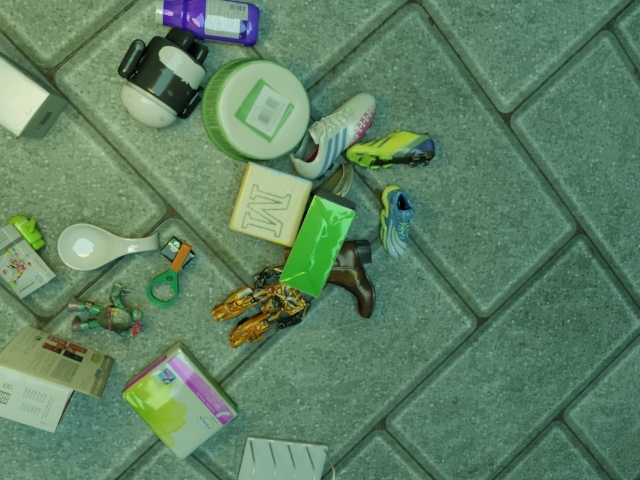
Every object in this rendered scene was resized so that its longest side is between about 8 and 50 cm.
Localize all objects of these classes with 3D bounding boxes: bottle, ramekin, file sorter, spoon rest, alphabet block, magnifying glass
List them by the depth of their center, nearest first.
[{"bbox_3d":[-0.317,-0.623,1.573,0.283,0.092,0.118,3,95,-13],"label":"bottle"},{"bbox_3d":[-0.176,-0.370,1.589,0.304,0.148,0.303,-5,104,-21],"label":"ramekin"},{"bbox_3d":[-0.608,0.013,1.603,0.277,0.084,0.137,-5,99,-13],"label":"spoon rest"},{"bbox_3d":[-0.145,-0.106,1.631,0.194,0.192,0.197,17,93,-5],"label":"alphabet block"},{"bbox_3d":[-0.440,0.102,1.646,0.092,0.026,0.231,29,114,-11],"label":"magnifying glass"},{"bbox_3d":[-0.111,0.768,1.785,0.278,0.173,0.192,12,96,-15],"label":"file sorter"}]

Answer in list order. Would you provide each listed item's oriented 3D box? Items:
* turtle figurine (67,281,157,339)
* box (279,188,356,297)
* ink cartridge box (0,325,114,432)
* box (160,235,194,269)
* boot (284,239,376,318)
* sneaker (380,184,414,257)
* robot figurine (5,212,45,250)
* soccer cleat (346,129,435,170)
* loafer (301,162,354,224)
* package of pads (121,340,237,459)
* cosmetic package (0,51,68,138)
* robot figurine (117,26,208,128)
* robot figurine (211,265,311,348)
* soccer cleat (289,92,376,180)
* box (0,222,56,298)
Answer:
[{"bbox_3d":[-0.602,0.211,1.623,0.234,0.118,0.175,0,98,-7],"label":"turtle figurine"},{"bbox_3d":[0.000,0.000,1.594,0.127,0.231,0.261,23,102,-1],"label":"box"},{"bbox_3d":[-0.728,0.377,1.511,0.272,0.309,0.130,24,92,-15],"label":"ink cartridge box"},{"bbox_3d":[-0.426,0.037,1.665,0.083,0.052,0.062,43,87,-16],"label":"box"},{"bbox_3d":[0.028,0.137,1.767,0.281,0.096,0.263,-8,107,-8],"label":"boot"},{"bbox_3d":[0.244,-0.055,1.770,0.091,0.126,0.239,-11,100,-11],"label":"sneaker"},{"bbox_3d":[-0.826,-0.021,1.555,0.101,0.067,0.115,-26,106,22],"label":"robot figurine"},{"bbox_3d":[0.219,-0.294,1.764,0.290,0.093,0.121,-2,68,-9],"label":"soccer cleat"},{"bbox_3d":[0.018,-0.136,1.722,0.088,0.094,0.251,29,91,-20],"label":"loafer"},{"bbox_3d":[-0.430,0.493,1.706,0.229,0.101,0.296,-39,104,-6],"label":"package of pads"},{"bbox_3d":[-0.802,-0.385,1.426,0.225,0.224,0.138,36,89,-16],"label":"cosmetic package"},{"bbox_3d":[-0.429,-0.444,1.535,0.209,0.173,0.278,32,90,-12],"label":"robot figurine"},{"bbox_3d":[-0.172,0.206,1.715,0.291,0.085,0.211,-29,104,4],"label":"robot figurine"},{"bbox_3d":[0.040,-0.327,1.666,0.331,0.116,0.143,-52,142,-1],"label":"soccer cleat"},{"bbox_3d":[-0.842,0.059,1.541,0.145,0.038,0.186,-26,108,29],"label":"box"}]
